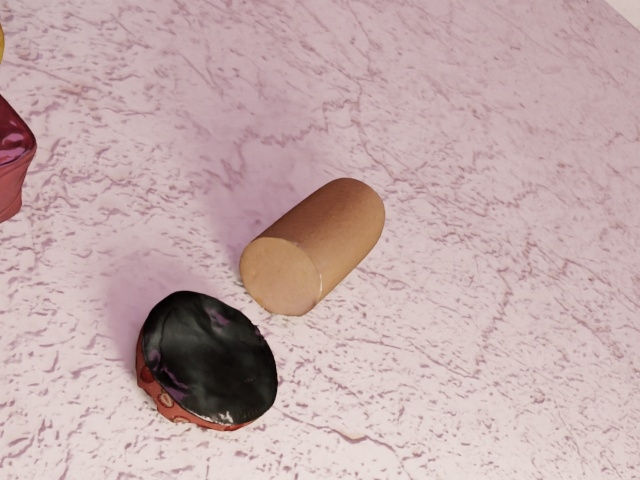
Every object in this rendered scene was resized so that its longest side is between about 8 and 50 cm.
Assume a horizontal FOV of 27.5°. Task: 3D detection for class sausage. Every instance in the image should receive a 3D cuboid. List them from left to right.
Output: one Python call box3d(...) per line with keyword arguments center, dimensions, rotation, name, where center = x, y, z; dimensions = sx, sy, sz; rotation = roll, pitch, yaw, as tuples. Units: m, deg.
box3d(center=(0.000, 0.000, 1.807), dimensions=(0.123, 0.123, 0.253), rotation=(45, 36, 2), name="sausage")

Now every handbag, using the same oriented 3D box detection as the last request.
box3d(center=(-0.432, -0.074, 1.445), dimensions=(0.225, 0.135, 0.146), rotation=(-30, 74, -33), name="handbag")

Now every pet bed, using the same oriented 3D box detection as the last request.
box3d(center=(-0.138, 0.147, 1.593), dimensions=(0.201, 0.053, 0.201), rotation=(24, 42, -23), name="pet bed")

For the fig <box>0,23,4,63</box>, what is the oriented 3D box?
box3d(center=(-0.457, -0.184, 1.580), dimensions=(0.159, 0.159, 0.257), rotation=(4, 74, -40), name="fig")
